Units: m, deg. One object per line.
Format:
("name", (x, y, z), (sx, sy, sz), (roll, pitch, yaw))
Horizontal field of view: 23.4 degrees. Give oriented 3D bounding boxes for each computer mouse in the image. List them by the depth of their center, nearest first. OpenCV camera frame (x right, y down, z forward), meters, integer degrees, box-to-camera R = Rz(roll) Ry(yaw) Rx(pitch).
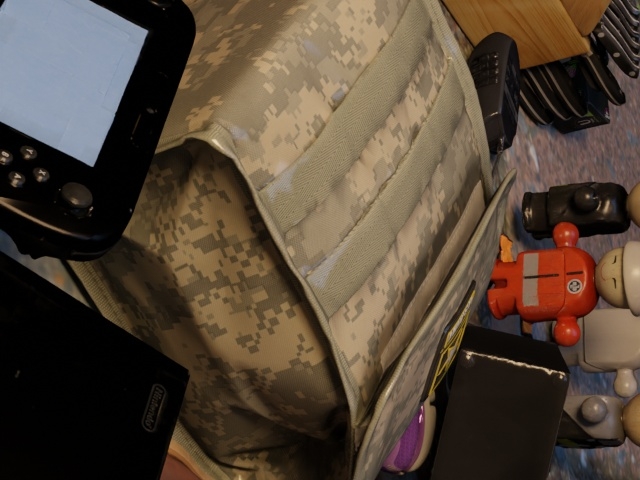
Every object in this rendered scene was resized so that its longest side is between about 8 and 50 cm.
("computer mouse", (0.137, -0.070, 1.310), (0.071, 0.041, 0.242), (60, 35, -57))

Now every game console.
("game console", (-0.136, -0.030, 0.589), (0.213, 0.044, 0.361), (34, 34, -17))

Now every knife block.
("knife block", (0.168, -0.211, 1.389), (0.275, 0.242, 0.088), (13, 56, -10))

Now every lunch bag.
("lunch bag", (0.000, 0.000, 0.872), (0.235, 0.169, 0.287), (-55, 129, -42))

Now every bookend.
("bookend", (0.112, 0.145, 1.037), (0.157, 0.072, 0.156), (-35, 137, -83))

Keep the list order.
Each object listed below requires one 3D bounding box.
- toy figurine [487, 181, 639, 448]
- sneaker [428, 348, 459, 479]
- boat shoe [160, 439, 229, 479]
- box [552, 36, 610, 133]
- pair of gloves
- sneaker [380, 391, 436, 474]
("toy figurine", (0.246, 0.061, 1.305), (0.213, 0.148, 0.209), (-52, 132, -57))
("sneaker", (0.129, 0.181, 1.144), (0.098, 0.083, 0.224), (65, 32, -45))
("boat shoe", (-0.079, 0.147, 0.763), (0.207, 0.073, 0.073), (35, 31, -52))
("box", (0.249, -0.157, 1.526), (0.062, 0.052, 0.083), (29, 55, -54))
("pair of gloves", (0.174, 0.042, 1.351), (0.083, 0.010, 0.074), (45, 42, -46))
("sneaker", (0.019, 0.076, 1.018), (0.071, 0.068, 0.170), (-15, 84, -47))
